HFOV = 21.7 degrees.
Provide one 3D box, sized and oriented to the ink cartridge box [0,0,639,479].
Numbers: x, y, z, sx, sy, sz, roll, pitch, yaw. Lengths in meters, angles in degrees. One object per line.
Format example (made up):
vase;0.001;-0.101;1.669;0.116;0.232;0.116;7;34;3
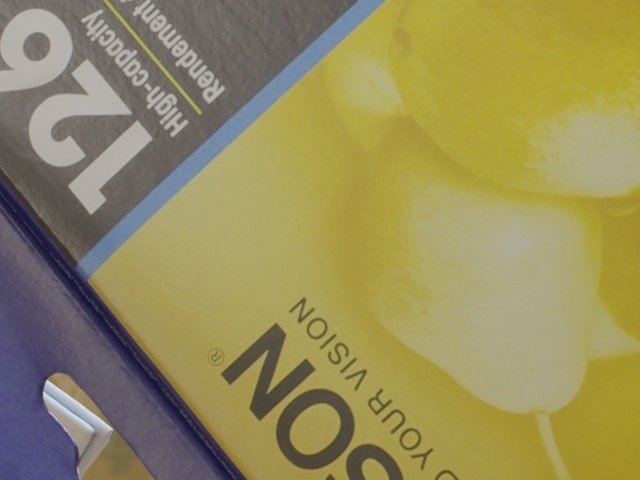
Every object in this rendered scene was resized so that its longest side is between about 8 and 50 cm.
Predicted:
ink cartridge box;0.000;0.000;0.573;0.307;0.304;0.072;-42;-14;4

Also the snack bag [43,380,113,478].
snack bag;-0.389;0.179;1.613;0.342;0.323;0.037;-54;0;44
